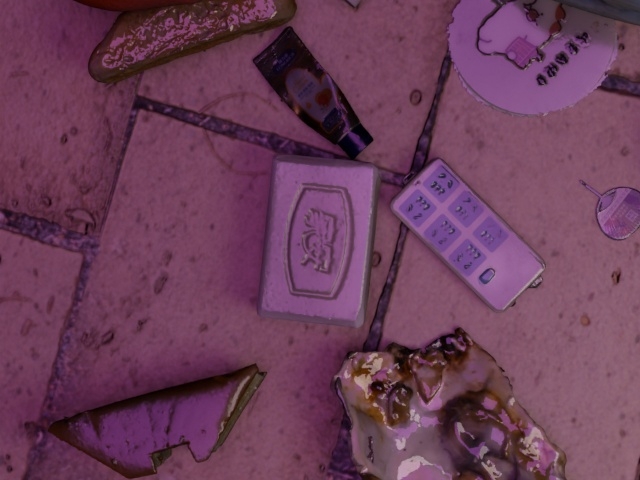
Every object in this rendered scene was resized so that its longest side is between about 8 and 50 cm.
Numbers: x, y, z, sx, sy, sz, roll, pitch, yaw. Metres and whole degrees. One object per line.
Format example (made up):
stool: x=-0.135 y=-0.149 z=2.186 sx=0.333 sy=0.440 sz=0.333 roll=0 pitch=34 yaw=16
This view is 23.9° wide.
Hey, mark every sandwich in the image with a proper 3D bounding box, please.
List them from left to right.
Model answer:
sandwich: x=-0.171 y=0.209 z=1.687 sx=0.244 sy=0.090 sz=0.088 roll=-16 pitch=86 yaw=2

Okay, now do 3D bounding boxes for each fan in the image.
fan: x=0.185 y=-0.278 z=1.687 sx=0.329 sy=0.009 sz=0.191 roll=44 pitch=94 yaw=2
fan: x=0.331 y=-0.042 z=1.685 sx=0.060 sy=0.003 sz=0.080 roll=-24 pitch=90 yaw=4

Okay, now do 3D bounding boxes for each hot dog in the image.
hot dog: x=-0.148 y=-0.242 z=1.678 sx=0.242 sy=0.084 sz=0.073 roll=-18 pitch=86 yaw=5

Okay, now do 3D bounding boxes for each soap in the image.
soap: x=0.000 y=0.000 z=1.682 sx=0.121 sy=0.064 sz=0.183 roll=6 pitch=91 yaw=7

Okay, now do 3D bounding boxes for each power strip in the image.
power strip: x=0.163 y=-0.006 z=1.683 sx=0.081 sy=0.035 sz=0.192 roll=-45 pitch=87 yaw=4

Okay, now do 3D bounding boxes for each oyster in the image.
oyster: x=0.156 y=0.258 z=1.668 sx=0.201 sy=0.107 sz=0.354 roll=-33 pitch=76 yaw=-15

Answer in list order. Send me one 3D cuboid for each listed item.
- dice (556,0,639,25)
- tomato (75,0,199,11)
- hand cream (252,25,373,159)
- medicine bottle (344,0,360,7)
dice: x=0.313 y=-0.375 z=1.546 sx=0.268 sy=0.264 sz=0.263 roll=18 pitch=92 yaw=3
tomato: x=-0.189 y=-0.389 z=1.565 sx=0.321 sy=0.321 sz=0.322 roll=0 pitch=91 yaw=4
hand cream: x=-0.005 y=-0.161 z=1.692 sx=0.062 sy=0.039 sz=0.163 roll=-43 pitch=86 yaw=20
medicine bottle: x=0.048 y=-0.306 z=1.675 sx=0.052 sy=0.052 sz=0.089 roll=38 pitch=94 yaw=3
